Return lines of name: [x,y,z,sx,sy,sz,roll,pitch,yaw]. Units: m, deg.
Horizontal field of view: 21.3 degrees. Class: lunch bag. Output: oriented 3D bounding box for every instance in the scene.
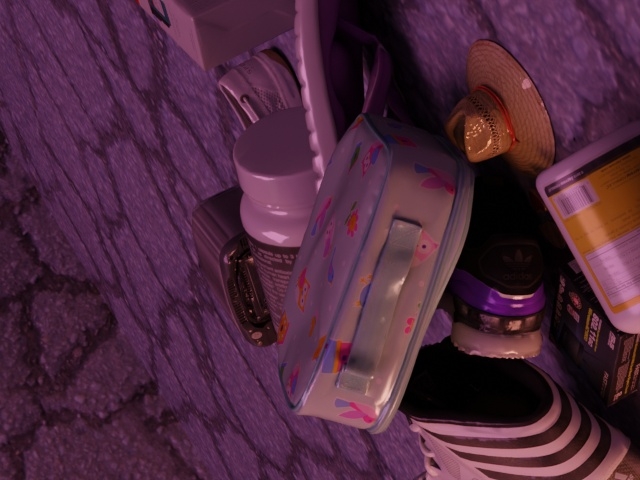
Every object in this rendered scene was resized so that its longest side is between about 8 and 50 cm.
lunch bag: [0.048,0.035,1.567,0.224,0.108,0.279,-123,49,-72]

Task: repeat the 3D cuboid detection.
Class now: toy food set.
toy food set: [0.217,-0.027,1.517,0.078,0.019,0.122,66,171,-13]

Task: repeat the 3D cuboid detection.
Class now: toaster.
toaster: [-0.095,0.023,2.327,0.146,0.129,0.227,44,157,51]

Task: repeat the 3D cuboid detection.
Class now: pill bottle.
pill bottle: [0.252,0.007,1.315,0.184,0.103,0.103,61,163,2]
pill bottle: [0.000,0.000,1.948,0.161,0.161,0.283,42,154,49]

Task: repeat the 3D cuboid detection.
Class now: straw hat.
straw hat: [0.146,-0.103,1.528,0.144,0.061,0.144,54,162,27]

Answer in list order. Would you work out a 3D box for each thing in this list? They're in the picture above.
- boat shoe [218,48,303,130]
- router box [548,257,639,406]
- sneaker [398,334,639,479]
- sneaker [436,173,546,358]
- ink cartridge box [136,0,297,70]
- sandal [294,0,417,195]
boat shoe: [-0.047,-0.089,2.058,0.277,0.096,0.098,66,162,-15]
router box: [0.252,0.081,1.543,0.092,0.038,0.122,51,160,31]
sneaker: [0.156,0.199,1.706,0.257,0.169,0.447,49,156,-10]
sneaker: [0.153,0.003,1.632,0.293,0.102,0.146,-129,40,-70]
ink cartridge box: [-0.134,-0.300,1.917,0.231,0.134,0.078,47,158,42]
sandal: [0.051,-0.103,1.719,0.169,0.102,0.416,-63,-32,-67]
